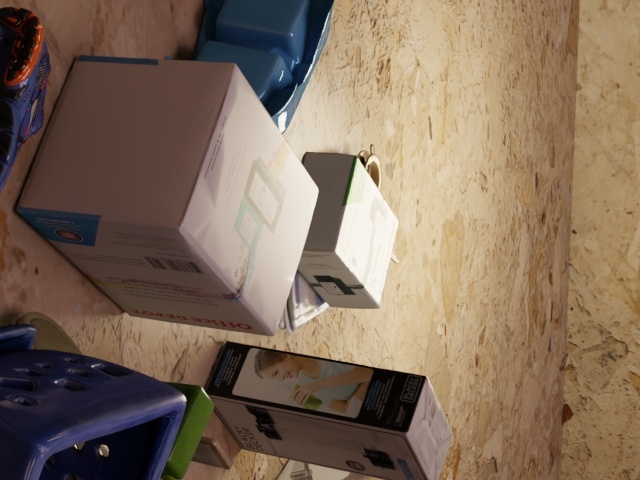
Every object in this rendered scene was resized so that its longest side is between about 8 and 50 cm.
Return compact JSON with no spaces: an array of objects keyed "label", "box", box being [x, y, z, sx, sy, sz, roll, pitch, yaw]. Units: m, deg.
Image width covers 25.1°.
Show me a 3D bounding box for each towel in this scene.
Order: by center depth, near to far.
[{"label":"towel","box":[0.000,0.000,2.110,0.285,0.034,0.209,-31,122,-62]}]

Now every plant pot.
[{"label":"plant pot","box":[-0.289,0.206,1.266,0.236,0.212,0.236,-10,125,-63]}]

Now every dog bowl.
[{"label":"dog bowl","box":[-0.082,-0.224,1.730,0.074,0.166,0.297,80,27,-56]}]

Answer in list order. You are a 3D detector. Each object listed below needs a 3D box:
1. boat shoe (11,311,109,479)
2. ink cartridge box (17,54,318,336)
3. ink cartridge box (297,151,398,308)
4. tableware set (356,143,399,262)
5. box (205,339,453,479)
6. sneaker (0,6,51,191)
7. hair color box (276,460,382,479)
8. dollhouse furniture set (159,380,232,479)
[{"label":"boat shoe","box":[-0.258,0.220,1.431,0.302,0.103,0.113,63,20,17]},{"label":"ink cartridge box","box":[-0.154,-0.044,1.561,0.270,0.198,0.197,55,46,-57]},{"label":"ink cartridge box","box":[0.031,-0.010,2.027,0.208,0.087,0.153,51,47,-58]},{"label":"tableware set","box":[0.083,-0.044,2.206,0.128,0.039,0.194,-44,132,-58]},{"label":"box","box":[0.012,0.229,1.884,0.169,0.290,0.087,65,41,-52]},{"label":"sneaker","box":[-0.303,-0.109,1.367,0.087,0.083,0.221,60,46,-64]},{"label":"hair color box","box":[0.033,0.386,2.095,0.339,0.185,0.110,-55,143,-47]},{"label":"dollhouse furniture set","box":[-0.217,0.325,1.571,0.197,0.151,0.301,66,39,-48]}]
